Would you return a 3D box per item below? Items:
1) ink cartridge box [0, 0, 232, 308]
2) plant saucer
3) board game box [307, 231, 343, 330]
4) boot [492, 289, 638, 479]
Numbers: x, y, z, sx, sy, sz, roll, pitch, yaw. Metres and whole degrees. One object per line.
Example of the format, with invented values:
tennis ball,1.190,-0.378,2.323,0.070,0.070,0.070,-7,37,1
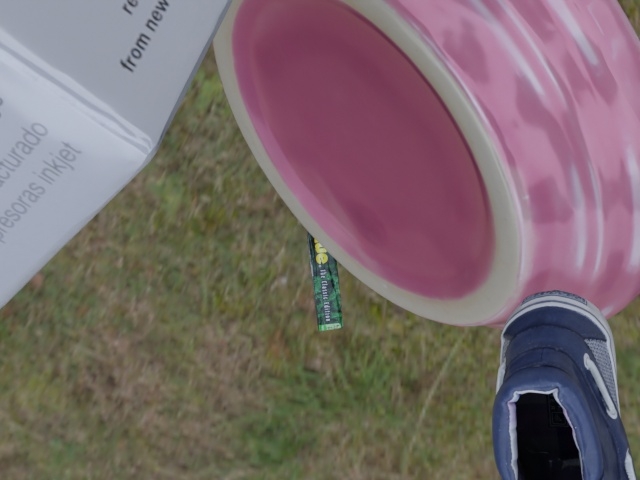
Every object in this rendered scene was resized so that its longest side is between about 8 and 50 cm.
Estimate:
ink cartridge box,-0.261,-0.130,0.593,0.395,0.166,0.285,34,139,-16
plant saucer,0.048,-0.075,0.887,0.084,0.332,0.332,-38,112,-25
board game box,0.000,0.000,1.589,0.030,0.259,0.136,-9,99,0
boot,0.107,0.123,0.687,0.069,0.086,0.190,-8,111,19
